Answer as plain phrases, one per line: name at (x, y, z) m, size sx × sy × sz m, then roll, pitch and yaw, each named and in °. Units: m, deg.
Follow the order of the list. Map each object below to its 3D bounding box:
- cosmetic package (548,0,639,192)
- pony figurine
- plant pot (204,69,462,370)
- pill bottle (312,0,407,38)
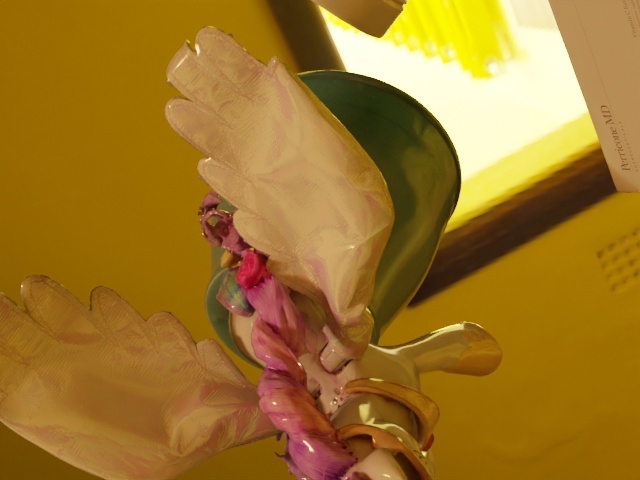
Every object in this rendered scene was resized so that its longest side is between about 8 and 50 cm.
cosmetic package at (0.358, -0.209, 1.011) m, size 0.284 × 0.377 × 0.097 m, roll 7°, pitch -137°, yaw 46°
pony figurine at (-0.017, 0.063, 0.781) m, size 0.303 × 0.351 × 0.363 m, roll -50°, pitch 179°, yaw 13°
plant pot at (0.000, 0.000, 1.187) m, size 0.271 × 0.272 × 0.255 m, roll -13°, pitch -143°, yaw 27°
pill bottle at (0.113, -0.434, 1.187) m, size 0.408 × 0.229 × 0.229 m, roll -54°, pitch -162°, yaw 17°
